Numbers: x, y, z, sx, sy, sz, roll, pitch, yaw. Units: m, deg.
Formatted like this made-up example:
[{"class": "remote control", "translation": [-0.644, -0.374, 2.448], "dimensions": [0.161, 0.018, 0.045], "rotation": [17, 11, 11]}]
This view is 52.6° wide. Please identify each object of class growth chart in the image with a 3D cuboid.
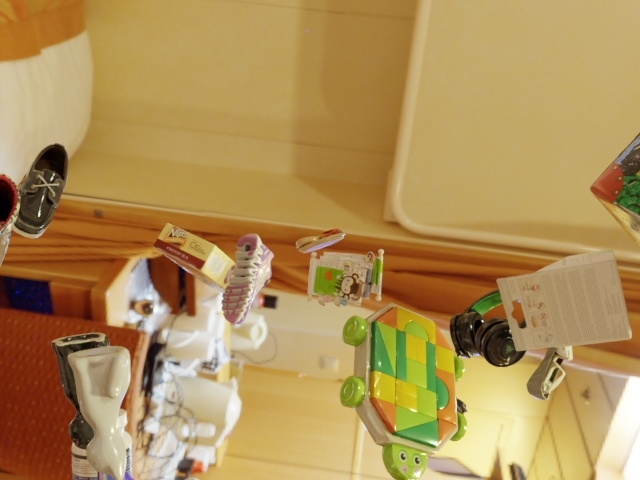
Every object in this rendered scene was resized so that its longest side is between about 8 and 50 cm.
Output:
[{"class": "growth chart", "translation": [0.070, 0.110, 1.868], "dimensions": [0.021, 0.237, 0.172], "rotation": [-19, 107, -69]}]

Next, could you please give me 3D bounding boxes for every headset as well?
[{"class": "headset", "translation": [0.473, 0.298, 1.831], "dimensions": [0.394, 0.185, 0.243], "rotation": [-43, -159, -22]}]

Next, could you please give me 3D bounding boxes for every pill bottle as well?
[{"class": "pill bottle", "translation": [-0.567, 0.583, 1.689], "dimensions": [0.153, 0.153, 0.264], "rotation": [-13, 102, -85]}]

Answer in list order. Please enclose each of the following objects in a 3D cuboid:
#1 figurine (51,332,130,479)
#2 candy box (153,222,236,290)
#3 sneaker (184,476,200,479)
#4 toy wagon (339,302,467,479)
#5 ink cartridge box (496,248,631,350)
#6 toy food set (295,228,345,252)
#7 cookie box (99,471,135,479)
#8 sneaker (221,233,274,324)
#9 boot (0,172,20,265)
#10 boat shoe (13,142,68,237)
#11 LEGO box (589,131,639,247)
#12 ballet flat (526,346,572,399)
[{"class": "figurine", "translation": [-0.366, 0.272, 1.059], "dimensions": [0.215, 0.092, 0.209], "rotation": [4, -81, 58]}, {"class": "candy box", "translation": [-0.332, 0.073, 1.914], "dimensions": [0.087, 0.183, 0.316], "rotation": [-60, 154, -13]}, {"class": "sneaker", "translation": [-0.186, 0.436, 1.014], "dimensions": [0.067, 0.042, 0.118], "rotation": [-105, 173, -69]}, {"class": "toy wagon", "translation": [0.159, 0.290, 1.184], "dimensions": [0.068, 0.267, 0.344], "rotation": [-38, -142, 44]}, {"class": "ink cartridge box", "translation": [0.490, 0.126, 1.306], "dimensions": [0.056, 0.225, 0.181], "rotation": [-51, 125, -58]}, {"class": "toy food set", "translation": [0.000, 0.000, 1.048], "dimensions": [0.082, 0.083, 0.020], "rotation": [85, -15, -84]}, {"class": "cookie box", "translation": [-0.364, 0.479, 1.191], "dimensions": [0.092, 0.040, 0.107], "rotation": [-112, -176, -45]}, {"class": "sneaker", "translation": [-0.178, 0.107, 1.675], "dimensions": [0.104, 0.095, 0.236], "rotation": [33, 65, -48]}, {"class": "boot", "translation": [-0.480, 0.033, 0.866], "dimensions": [0.178, 0.085, 0.236], "rotation": [-37, -147, 50]}, {"class": "boat shoe", "translation": [-0.527, -0.098, 1.218], "dimensions": [0.079, 0.084, 0.233], "rotation": [-48, -151, 30]}, {"class": "LEGO box", "translation": [0.739, 0.044, 1.061], "dimensions": [0.193, 0.500, 0.372], "rotation": [-49, -146, 8]}, {"class": "ballet flat", "translation": [0.589, 0.299, 1.613], "dimensions": [0.068, 0.072, 0.213], "rotation": [29, -88, 51]}]
